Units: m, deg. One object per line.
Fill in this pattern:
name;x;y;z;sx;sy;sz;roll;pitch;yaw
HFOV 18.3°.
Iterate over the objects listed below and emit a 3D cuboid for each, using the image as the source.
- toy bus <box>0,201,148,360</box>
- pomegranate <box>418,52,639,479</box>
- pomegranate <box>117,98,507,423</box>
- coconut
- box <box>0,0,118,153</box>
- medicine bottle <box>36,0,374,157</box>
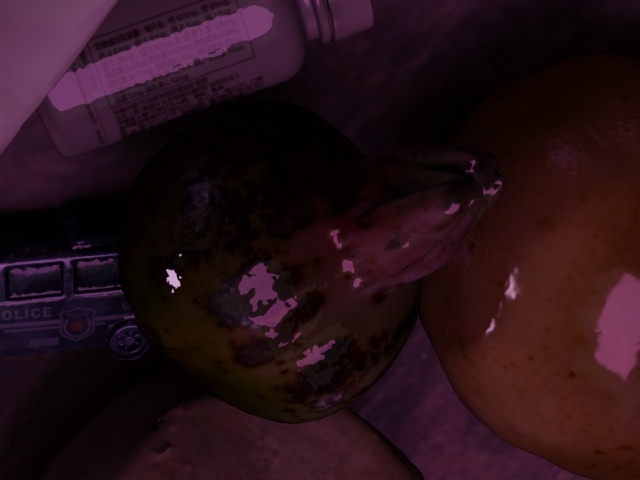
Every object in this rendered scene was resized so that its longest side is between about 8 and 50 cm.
toy bus;-0.128;0.020;0.892;0.166;0.047;0.065;-6;126;-15
pomegranate;0.137;0.015;0.891;0.207;0.207;0.207;-10;131;-12
pomegranate;-0.008;0.007;0.811;0.125;0.163;0.138;-44;111;-30
coconut;-0.052;0.185;0.939;0.227;0.227;0.230;1;148;-21
box;-0.233;-0.084;0.706;0.225;0.143;0.341;26;117;-35
medicine bottle;-0.054;-0.092;0.804;0.140;0.079;0.079;-20;132;-4
